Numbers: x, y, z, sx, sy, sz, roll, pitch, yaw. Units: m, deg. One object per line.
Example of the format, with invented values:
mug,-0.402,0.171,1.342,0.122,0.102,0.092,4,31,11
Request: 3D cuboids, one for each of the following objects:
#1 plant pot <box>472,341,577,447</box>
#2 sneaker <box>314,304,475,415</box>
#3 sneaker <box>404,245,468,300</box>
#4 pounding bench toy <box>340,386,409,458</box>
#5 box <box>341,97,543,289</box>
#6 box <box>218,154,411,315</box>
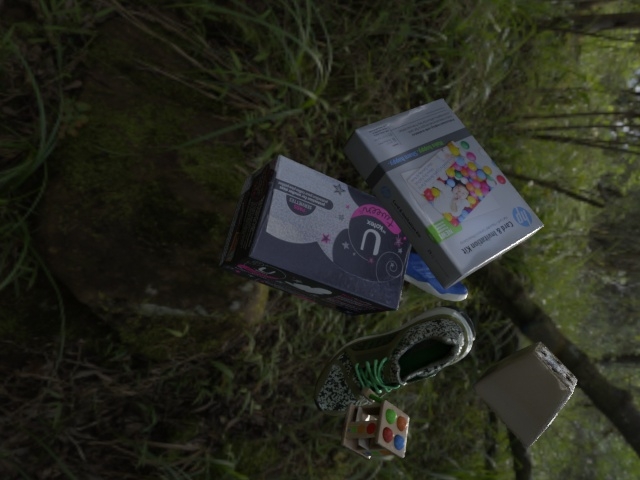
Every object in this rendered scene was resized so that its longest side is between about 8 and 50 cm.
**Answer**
plant pot,0.299,0.207,0.896,0.096,0.109,0.109,-48,163,22
sneaker,0.149,0.280,1.411,0.158,0.410,0.182,58,14,3
sneaker,0.183,0.036,1.032,0.084,0.152,0.058,-66,175,21
pounding bench toy,0.072,0.216,0.769,0.052,0.065,0.083,40,49,-32
box,0.132,-0.057,0.678,0.145,0.186,0.038,-25,165,-34
box,0.000,0.000,0.956,0.142,0.247,0.163,-18,-126,61
